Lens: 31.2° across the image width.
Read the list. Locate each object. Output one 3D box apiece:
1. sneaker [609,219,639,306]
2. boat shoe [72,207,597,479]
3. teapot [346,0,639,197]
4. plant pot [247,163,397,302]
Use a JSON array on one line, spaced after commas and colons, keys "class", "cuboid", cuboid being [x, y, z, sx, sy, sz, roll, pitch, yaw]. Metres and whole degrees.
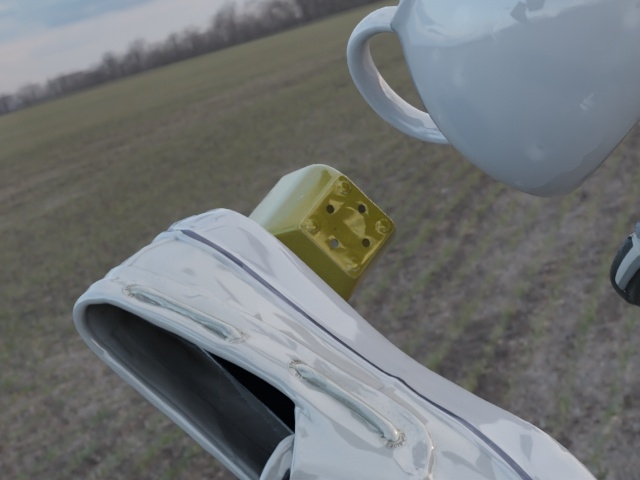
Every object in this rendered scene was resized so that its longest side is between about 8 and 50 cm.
[{"class": "sneaker", "cuboid": [0.272, 0.001, 0.654, 0.086, 0.132, 0.229, -17, -27, -41]}, {"class": "boat shoe", "cuboid": [0.009, 0.087, 0.454, 0.088, 0.267, 0.096, -32, -25, -38]}, {"class": "teapot", "cuboid": [0.124, -0.160, 0.681, 0.256, 0.187, 0.252, -58, -3, 10]}, {"class": "plant pot", "cuboid": [0.000, 0.000, 0.717, 0.081, 0.081, 0.083, -51, 9, -27]}]
